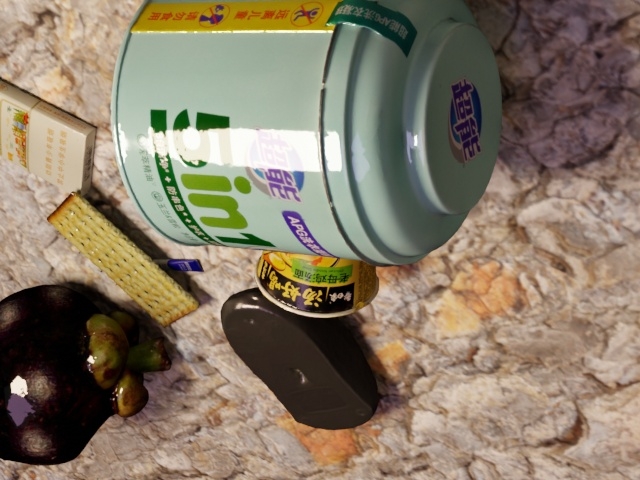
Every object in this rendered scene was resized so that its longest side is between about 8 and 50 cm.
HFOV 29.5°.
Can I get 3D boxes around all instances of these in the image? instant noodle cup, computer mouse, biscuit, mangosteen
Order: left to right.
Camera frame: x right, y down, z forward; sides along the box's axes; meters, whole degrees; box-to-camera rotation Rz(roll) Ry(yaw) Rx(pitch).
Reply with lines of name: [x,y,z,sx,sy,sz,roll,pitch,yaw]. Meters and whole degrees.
mangosteen: [-0.372,0.189,1.771,0.233,0.288,0.287,43,147,37]
biscuit: [-0.277,0.029,1.690,0.231,0.016,0.139,43,150,-11]
computer mouse: [-0.024,0.141,1.594,0.138,0.086,0.269,-14,128,34]
instant noodle cup: [0.000,0.000,1.416,0.152,0.151,0.122,19,129,18]

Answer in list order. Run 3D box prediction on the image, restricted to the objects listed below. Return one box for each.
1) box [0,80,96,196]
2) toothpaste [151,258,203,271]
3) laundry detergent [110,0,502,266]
box: [-0.403,-0.149,1.621,0.220,0.032,0.122,27,139,8]
toothpaste: [-0.200,0.033,1.667,0.083,0.015,0.024,3,137,25]
laundry detergent: [0.003,-0.123,1.190,0.305,0.287,0.287,5,130,30]
